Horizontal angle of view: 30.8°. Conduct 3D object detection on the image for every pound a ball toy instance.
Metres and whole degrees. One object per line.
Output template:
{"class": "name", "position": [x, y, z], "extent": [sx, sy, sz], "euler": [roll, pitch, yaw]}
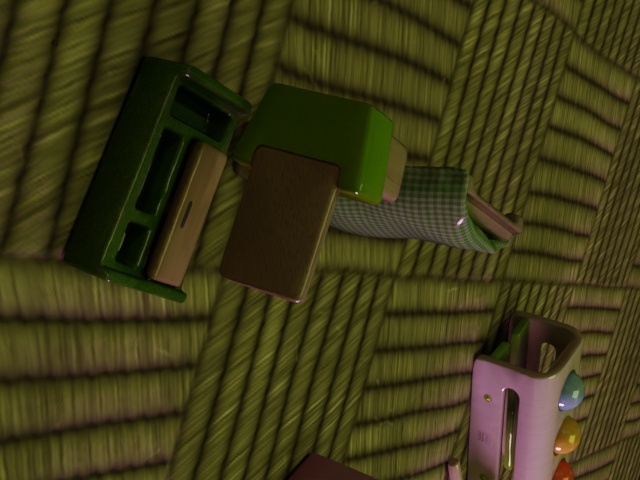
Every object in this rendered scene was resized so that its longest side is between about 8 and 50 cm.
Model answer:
{"class": "pound a ball toy", "position": [0.269, 0.289, 1.570], "extent": [0.208, 0.136, 0.319], "euler": [-41, 139, -44]}

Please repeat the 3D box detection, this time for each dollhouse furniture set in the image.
{"class": "dollhouse furniture set", "position": [0.000, 0.000, 0.852], "extent": [0.301, 0.197, 0.151], "euler": [26, 82, -61]}

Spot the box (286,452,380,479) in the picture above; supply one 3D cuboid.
{"class": "box", "position": [-0.014, 0.376, 1.135], "extent": [0.213, 0.117, 0.243], "euler": [-42, 141, -43]}
